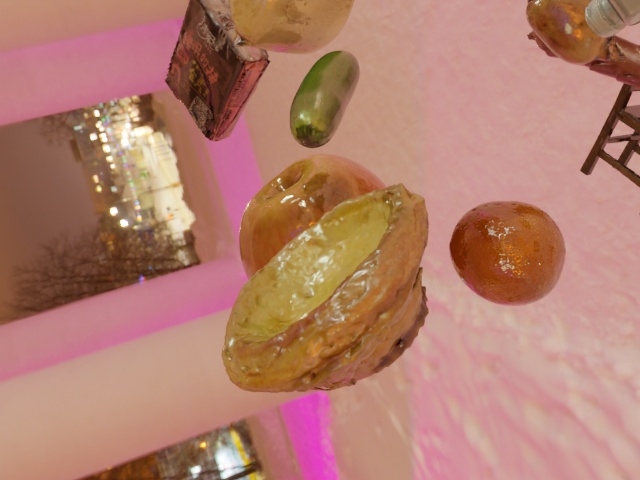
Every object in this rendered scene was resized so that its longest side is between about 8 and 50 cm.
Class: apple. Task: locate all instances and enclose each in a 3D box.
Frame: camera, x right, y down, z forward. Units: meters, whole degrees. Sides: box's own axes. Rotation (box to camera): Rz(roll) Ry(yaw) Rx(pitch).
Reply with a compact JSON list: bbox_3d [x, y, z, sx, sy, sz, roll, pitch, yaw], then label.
[{"bbox_3d":[0.000,0.000,1.360,0.364,0.364,0.363,163,90,-74],"label":"apple"}]

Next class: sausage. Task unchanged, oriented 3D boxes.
[{"bbox_3d":[0.625,-0.385,1.367,0.433,0.088,0.087,38,145,36],"label":"sausage"}]

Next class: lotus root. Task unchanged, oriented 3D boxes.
[{"bbox_3d":[0.497,-0.412,1.248,0.221,0.125,0.118,42,-167,7],"label":"lotus root"}]

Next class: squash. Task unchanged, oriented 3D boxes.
[{"bbox_3d":[0.004,-0.221,0.995,0.292,0.082,0.082,-70,-20,-51],"label":"squash"}]

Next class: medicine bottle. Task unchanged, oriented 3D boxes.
[{"bbox_3d":[0.499,-0.388,0.950,0.083,0.121,0.229,53,149,-3],"label":"medicine bottle"}]

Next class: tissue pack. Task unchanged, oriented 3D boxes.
[{"bbox_3d":[-0.255,-0.424,1.587,0.245,0.123,0.332,56,144,10],"label":"tissue pack"}]

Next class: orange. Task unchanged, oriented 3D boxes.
[{"bbox_3d":[0.332,0.020,1.152,0.206,0.206,0.205,163,90,-74],"label":"orange"}]

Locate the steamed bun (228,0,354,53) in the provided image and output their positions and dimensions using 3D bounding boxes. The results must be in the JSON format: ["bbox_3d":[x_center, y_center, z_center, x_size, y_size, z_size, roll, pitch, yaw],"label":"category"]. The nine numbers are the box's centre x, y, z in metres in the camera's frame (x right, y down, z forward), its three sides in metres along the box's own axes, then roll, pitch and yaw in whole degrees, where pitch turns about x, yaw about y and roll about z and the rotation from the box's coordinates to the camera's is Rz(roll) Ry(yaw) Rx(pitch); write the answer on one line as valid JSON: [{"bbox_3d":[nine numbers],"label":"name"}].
[{"bbox_3d":[-0.043,-0.468,1.174,0.166,0.232,0.272,22,104,29],"label":"steamed bun"}]

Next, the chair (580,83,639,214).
[{"bbox_3d":[0.899,-0.304,1.663,0.240,0.203,0.415,54,143,41],"label":"chair"}]

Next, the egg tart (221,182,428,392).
[{"bbox_3d":[0.022,0.065,0.706,0.123,0.294,0.294,49,171,-18],"label":"egg tart"}]
